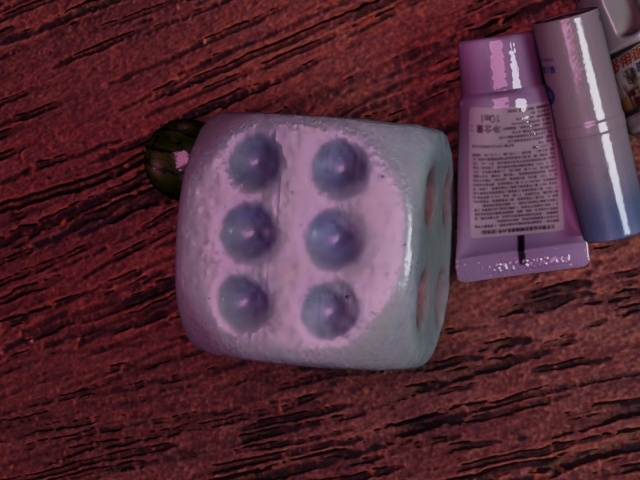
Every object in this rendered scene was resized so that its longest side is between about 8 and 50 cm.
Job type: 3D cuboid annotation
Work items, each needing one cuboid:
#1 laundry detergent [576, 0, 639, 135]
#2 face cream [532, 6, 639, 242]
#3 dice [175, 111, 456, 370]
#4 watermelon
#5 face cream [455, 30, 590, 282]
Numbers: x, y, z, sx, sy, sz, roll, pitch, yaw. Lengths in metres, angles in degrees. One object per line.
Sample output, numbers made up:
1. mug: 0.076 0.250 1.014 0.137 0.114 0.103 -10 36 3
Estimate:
1. laundry detergent: 0.339 -0.235 1.767 0.099 0.070 0.225 -29 80 56
2. face cream: 0.297 -0.126 1.754 0.077 0.077 0.250 -13 100 13
3. dice: 0.000 0.000 1.758 0.265 0.262 0.268 6 92 14
4. watermelon: -0.163 -0.096 1.881 0.109 0.109 0.109 0 90 14
5. face cream: 0.215 -0.095 1.798 0.154 0.096 0.274 -7 97 -4
